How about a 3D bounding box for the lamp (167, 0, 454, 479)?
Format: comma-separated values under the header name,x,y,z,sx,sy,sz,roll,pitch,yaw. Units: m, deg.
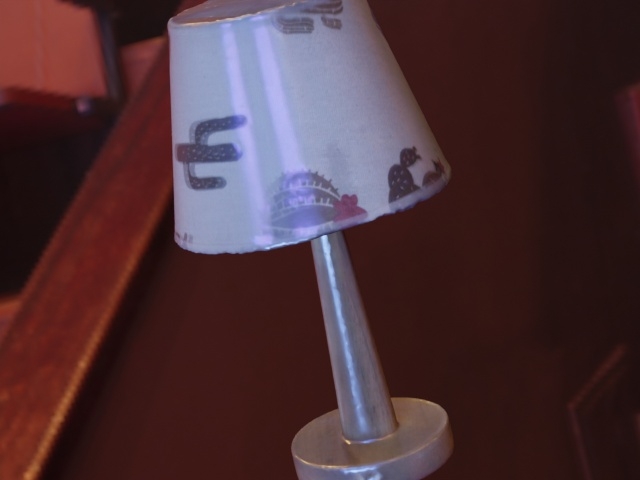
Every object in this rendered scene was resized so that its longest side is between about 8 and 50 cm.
name,x,y,z,sx,sy,sz,roll,pitch,yaw
lamp,0.000,0.000,0.692,0.121,0.214,0.121,-11,16,3
